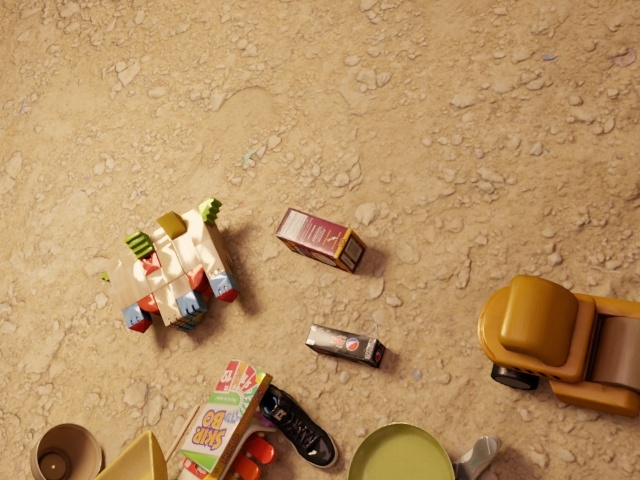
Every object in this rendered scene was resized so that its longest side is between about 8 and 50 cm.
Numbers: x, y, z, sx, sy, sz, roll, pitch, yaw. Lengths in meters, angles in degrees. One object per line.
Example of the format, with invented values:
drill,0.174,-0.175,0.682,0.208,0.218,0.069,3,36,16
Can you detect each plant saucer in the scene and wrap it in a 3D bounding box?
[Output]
plant saucer,-0.420,0.636,1.607,0.332,0.081,0.333,-43,39,23
plant saucer,0.163,0.486,1.488,0.240,0.037,0.241,-14,65,31

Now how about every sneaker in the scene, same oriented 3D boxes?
sneaker,-0.062,0.398,1.604,0.079,0.121,0.217,-48,56,-1
sneaker,0.300,0.437,1.463,0.152,0.061,0.054,-48,62,20

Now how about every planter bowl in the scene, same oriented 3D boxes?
planter bowl,-0.624,0.532,1.794,0.109,0.162,0.162,-35,52,37

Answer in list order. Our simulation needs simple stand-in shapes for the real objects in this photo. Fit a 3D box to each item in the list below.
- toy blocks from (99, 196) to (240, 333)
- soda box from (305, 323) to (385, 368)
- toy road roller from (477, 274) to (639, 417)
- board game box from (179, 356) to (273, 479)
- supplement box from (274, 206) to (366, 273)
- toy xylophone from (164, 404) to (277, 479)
toy blocks,-0.362,0.105,1.874,0.381,0.191,0.261,-30,68,9
soda box,0.055,0.234,1.668,0.168,0.060,0.053,11,70,29
toy road roller,0.458,0.181,1.397,0.329,0.240,0.203,9,70,28
board game box,-0.210,0.389,1.626,0.124,0.039,0.260,14,72,46
supplement box,0.000,0.000,1.780,0.188,0.104,0.081,20,76,31
toy xylophone,-0.243,0.499,1.659,0.323,0.081,0.236,-53,42,-4
